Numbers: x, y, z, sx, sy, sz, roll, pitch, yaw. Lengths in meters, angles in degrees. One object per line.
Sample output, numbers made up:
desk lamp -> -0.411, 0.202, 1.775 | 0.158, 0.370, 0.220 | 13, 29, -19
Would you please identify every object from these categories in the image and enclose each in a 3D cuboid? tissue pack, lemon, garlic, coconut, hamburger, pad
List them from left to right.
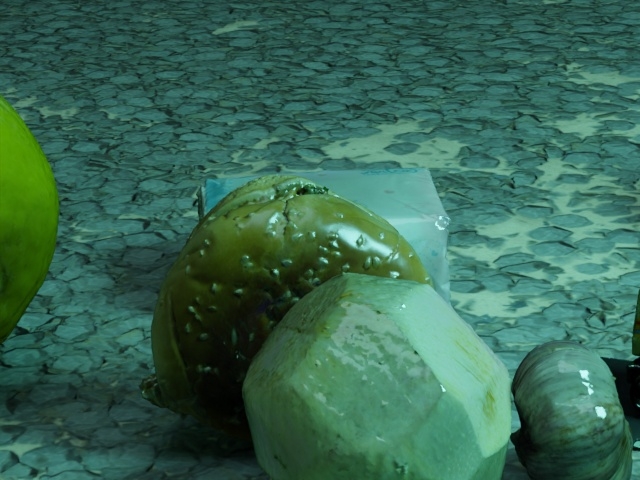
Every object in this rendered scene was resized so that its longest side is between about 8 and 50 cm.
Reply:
lemon -> -0.419, -0.017, 1.912 | 0.364, 0.364, 0.364 | -2, 20, 1
hamburger -> -0.037, 0.069, 1.769 | 0.286, 0.243, 0.146 | -18, 23, 3
tissue pack -> 0.000, 0.001, 2.117 | 0.271, 0.124, 0.201 | -3, 24, -4
coconut -> 0.053, 0.154, 1.613 | 0.197, 0.237, 0.237 | -39, 9, 21
garlic -> 0.213, 0.158, 1.642 | 0.102, 0.147, 0.159 | -13, -10, 9
pad -> 0.291, 0.154, 1.838 | 0.116, 0.004, 0.193 | 7, 22, 22

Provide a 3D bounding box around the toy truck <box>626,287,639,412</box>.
toy truck -> 0.418, 0.104, 1.766 | 0.257, 0.127, 0.127 | 9, 20, 33
